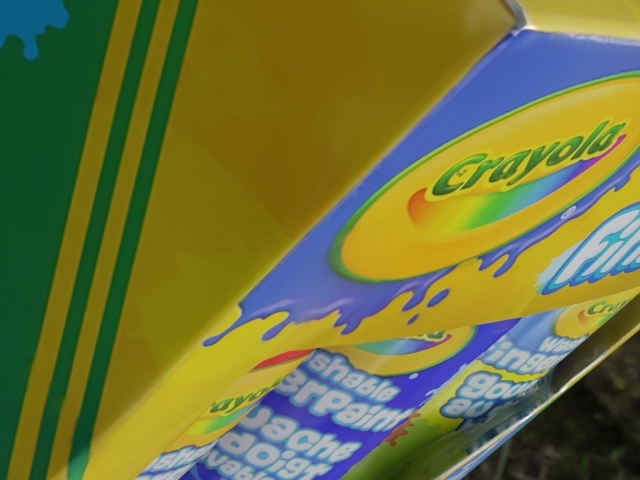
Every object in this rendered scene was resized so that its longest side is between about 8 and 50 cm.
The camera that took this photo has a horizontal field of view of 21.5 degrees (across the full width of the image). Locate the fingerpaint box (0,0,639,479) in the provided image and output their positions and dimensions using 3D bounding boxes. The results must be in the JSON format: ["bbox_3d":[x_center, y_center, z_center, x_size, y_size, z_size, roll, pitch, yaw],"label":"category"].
[{"bbox_3d":[0.000,0.000,0.620,0.371,0.163,0.445,-45,162,26],"label":"fingerpaint box"}]
